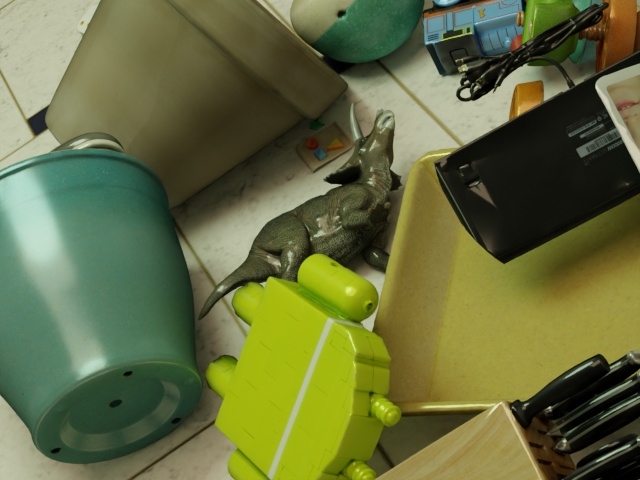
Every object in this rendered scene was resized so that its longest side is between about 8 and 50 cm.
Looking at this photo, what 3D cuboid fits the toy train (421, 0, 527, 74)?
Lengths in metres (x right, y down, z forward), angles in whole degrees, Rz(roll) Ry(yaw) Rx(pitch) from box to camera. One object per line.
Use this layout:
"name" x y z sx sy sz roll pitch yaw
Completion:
"toy train" 0.211 -0.269 1.598 0.184 0.080 0.105 -11 56 18

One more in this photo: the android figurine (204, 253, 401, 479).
"android figurine" -0.018 0.142 1.270 0.273 0.056 0.248 28 101 53

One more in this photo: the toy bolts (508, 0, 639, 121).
"toy bolts" 0.294 -0.191 1.448 0.158 0.218 0.228 6 27 2

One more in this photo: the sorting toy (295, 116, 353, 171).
"sorting toy" -0.002 -0.124 1.627 0.062 0.012 0.083 -34 43 -2

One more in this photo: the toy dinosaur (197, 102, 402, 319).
"toy dinosaur" 0.000 0.000 1.462 0.313 0.121 0.160 -42 32 -3

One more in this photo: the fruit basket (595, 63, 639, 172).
"fruit basket" 0.456 -0.052 1.135 0.327 0.165 0.353 -18 60 -8

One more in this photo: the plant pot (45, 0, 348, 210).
"plant pot" -0.175 -0.194 1.611 0.280 0.323 0.323 -47 42 7

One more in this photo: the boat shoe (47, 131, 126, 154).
"boat shoe" -0.326 -0.023 1.538 0.335 0.112 0.095 -54 43 35

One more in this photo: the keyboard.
"keyboard" 0.257 -0.130 1.292 0.317 0.033 0.201 -28 81 2

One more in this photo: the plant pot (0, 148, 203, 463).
"plant pot" -0.250 0.086 1.412 0.271 0.272 0.255 -30 58 2

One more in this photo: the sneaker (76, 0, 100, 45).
"sneaker" -0.276 -0.253 1.849 0.169 0.108 0.292 -9 43 32

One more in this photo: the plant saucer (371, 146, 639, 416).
"plant saucer" 0.228 0.043 1.294 0.333 0.081 0.333 -5 50 26

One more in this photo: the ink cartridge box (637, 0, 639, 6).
"ink cartridge box" 0.331 -0.366 1.517 0.093 0.212 0.154 -40 42 -14

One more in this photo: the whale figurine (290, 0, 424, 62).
"whale figurine" 0.067 -0.326 1.705 0.216 0.141 0.272 -45 11 29

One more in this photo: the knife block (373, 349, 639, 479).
"knife block" 0.155 0.187 1.129 0.275 0.088 0.242 13 84 38
